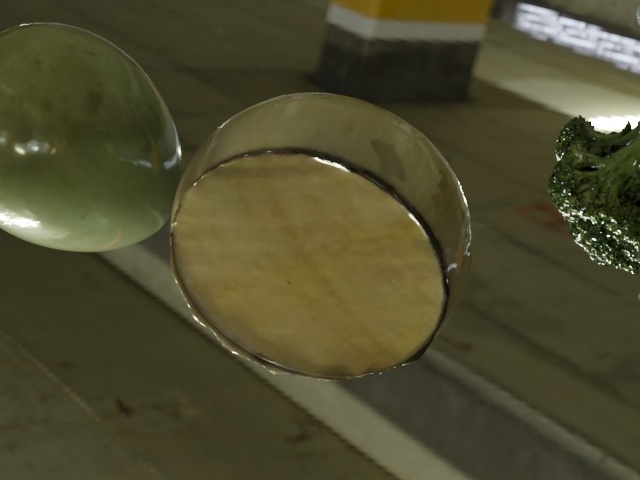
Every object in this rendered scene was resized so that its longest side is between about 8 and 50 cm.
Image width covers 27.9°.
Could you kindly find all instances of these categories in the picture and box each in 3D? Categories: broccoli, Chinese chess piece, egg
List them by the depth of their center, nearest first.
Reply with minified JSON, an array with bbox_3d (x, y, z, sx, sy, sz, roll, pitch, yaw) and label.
[{"bbox_3d":[0.252,-0.040,1.051,0.162,0.137,0.145,11,-146,-23],"label":"broccoli"},{"bbox_3d":[0.000,0.000,1.086,0.257,0.257,0.104,15,-142,6],"label":"Chinese chess piece"},{"bbox_3d":[-0.253,-0.096,1.322,0.218,0.218,0.295,31,176,40],"label":"egg"}]

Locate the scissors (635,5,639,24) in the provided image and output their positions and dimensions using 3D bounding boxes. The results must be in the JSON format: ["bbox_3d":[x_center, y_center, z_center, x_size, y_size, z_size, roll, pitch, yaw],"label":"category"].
[{"bbox_3d":[0.377,-0.155,1.209,0.204,0.101,0.027,47,-164,15],"label":"scissors"}]

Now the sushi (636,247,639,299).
[{"bbox_3d":[0.332,0.041,0.579,0.418,0.417,0.176,10,178,-7],"label":"sushi"}]
